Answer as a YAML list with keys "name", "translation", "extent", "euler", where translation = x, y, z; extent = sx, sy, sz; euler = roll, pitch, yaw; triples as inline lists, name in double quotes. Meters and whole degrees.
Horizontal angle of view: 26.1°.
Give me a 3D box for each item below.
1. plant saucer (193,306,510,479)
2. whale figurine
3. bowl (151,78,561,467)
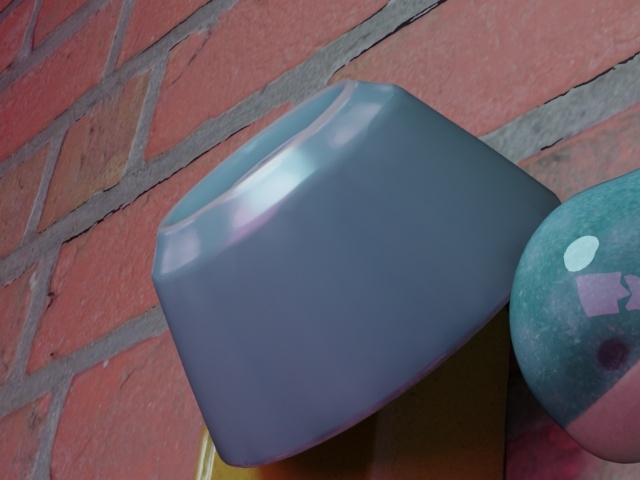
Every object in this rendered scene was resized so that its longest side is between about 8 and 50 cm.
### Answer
- name: "plant saucer"
  translation: [-0.009, 0.221, 1.029]
  extent: [0.333, 0.081, 0.332]
  euler: [-30, 41, 43]
- name: "whale figurine"
  translation: [0.212, -0.005, 0.753]
  extent: [0.272, 0.141, 0.216]
  euler: [-51, -13, 22]
- name: "bowl"
  translation: [0.000, 0.000, 0.995]
  extent: [0.311, 0.163, 0.311]
  euler: [-37, 11, 8]
